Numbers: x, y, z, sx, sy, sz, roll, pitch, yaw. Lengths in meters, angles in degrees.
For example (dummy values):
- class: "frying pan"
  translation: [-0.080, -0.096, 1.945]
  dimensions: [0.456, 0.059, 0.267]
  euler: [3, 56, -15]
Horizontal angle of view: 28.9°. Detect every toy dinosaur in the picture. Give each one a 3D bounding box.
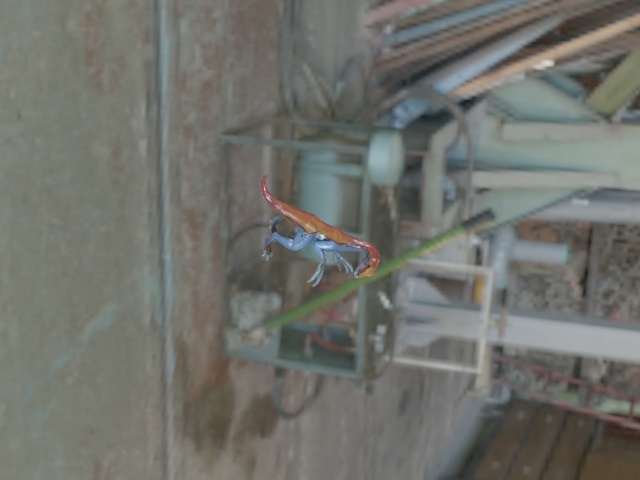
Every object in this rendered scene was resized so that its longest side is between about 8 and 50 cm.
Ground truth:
- class: "toy dinosaur"
  translation: [0.000, 0.000, 0.895]
  dimensions: [0.047, 0.082, 0.090]
  euler: [-69, 151, -50]
